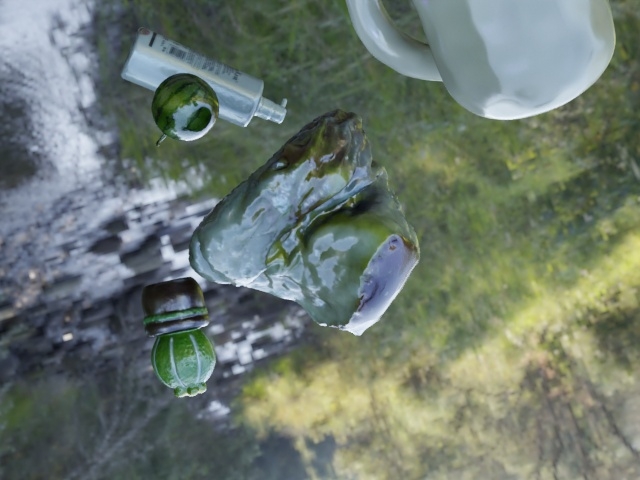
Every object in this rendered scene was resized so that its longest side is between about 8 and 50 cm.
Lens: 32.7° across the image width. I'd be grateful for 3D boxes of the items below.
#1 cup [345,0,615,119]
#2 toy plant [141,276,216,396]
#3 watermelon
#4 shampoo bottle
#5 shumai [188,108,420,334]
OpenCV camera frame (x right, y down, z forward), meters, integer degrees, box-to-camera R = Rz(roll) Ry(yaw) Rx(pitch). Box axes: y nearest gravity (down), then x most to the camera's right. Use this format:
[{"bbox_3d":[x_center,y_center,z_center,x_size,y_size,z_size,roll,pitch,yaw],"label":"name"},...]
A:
[{"bbox_3d":[0.139,-0.223,1.046,0.255,0.202,0.173,-16,-149,21],"label":"cup"},{"bbox_3d":[-0.194,0.135,1.506,0.092,0.162,0.093,-13,177,-1],"label":"toy plant"},{"bbox_3d":[-0.198,-0.189,1.576,0.109,0.109,0.109,-19,171,-3],"label":"watermelon"},{"bbox_3d":[-0.177,-0.245,1.710,0.262,0.085,0.085,22,157,-14],"label":"shampoo bottle"},{"bbox_3d":[0.000,0.000,1.489,0.309,0.263,0.304,-43,180,-7],"label":"shumai"}]
